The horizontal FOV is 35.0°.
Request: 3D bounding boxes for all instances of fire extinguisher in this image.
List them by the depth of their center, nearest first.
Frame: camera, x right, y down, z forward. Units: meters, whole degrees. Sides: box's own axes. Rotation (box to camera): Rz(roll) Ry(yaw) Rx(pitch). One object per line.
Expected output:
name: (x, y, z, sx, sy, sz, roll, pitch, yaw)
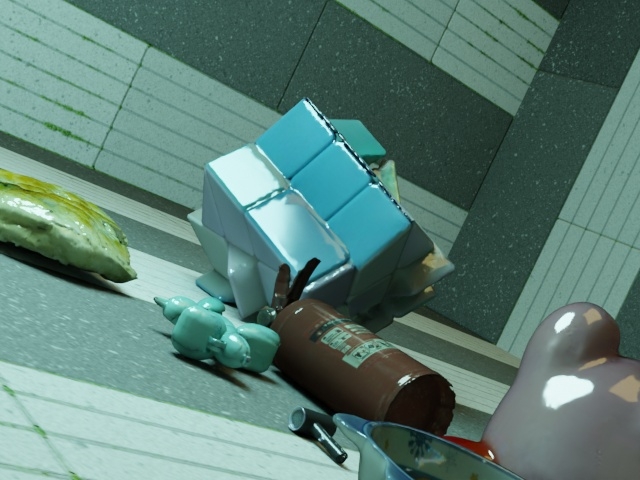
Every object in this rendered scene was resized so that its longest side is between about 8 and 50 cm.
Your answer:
fire extinguisher: (0.025, 0.123, 1.225, 0.106, 0.147, 0.337, 26, 3, -40)

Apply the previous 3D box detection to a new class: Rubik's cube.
Rubik's cube: (0.000, 0.000, 1.610, 0.387, 0.358, 0.368, 53, -25, 22)

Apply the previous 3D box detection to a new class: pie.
pie: (-0.384, -0.037, 1.338, 0.337, 0.075, 0.337, 25, 3, -1)

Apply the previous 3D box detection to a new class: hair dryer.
hair dryer: (0.006, 0.194, 0.998, 0.047, 0.026, 0.083, 23, 7, -35)

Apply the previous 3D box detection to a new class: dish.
dish: (0.101, 0.218, 0.731, 0.236, 0.086, 0.228, 27, 4, 30)

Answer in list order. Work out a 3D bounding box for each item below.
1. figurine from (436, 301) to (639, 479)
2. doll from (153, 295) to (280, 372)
figurine: (0.249, 0.224, 0.943, 0.269, 0.261, 0.211, 26, -25, 40)
doll: (-0.119, 0.107, 1.159, 0.159, 0.059, 0.158, 29, 2, 34)
